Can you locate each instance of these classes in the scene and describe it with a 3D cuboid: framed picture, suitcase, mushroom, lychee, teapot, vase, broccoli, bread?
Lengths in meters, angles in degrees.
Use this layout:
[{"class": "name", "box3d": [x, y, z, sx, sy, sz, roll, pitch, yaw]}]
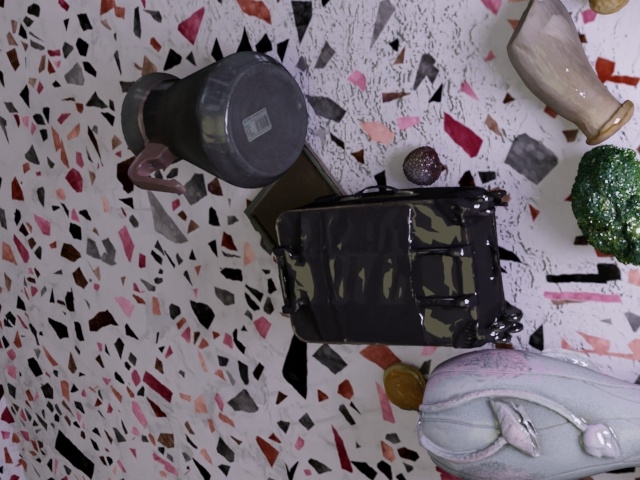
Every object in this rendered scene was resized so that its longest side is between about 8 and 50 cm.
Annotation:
[{"class": "framed picture", "box3d": [0.000, 0.000, 1.669, 0.335, 0.022, 0.247, 53, 131, 11]}, {"class": "suitcase", "box3d": [0.128, 0.041, 1.445, 0.433, 0.194, 0.283, -4, 100, 32]}, {"class": "mushroom", "box3d": [0.358, -0.252, 1.227, 0.247, 0.108, 0.096, 58, 170, 9]}, {"class": "lychee", "box3d": [0.180, -0.130, 1.444, 0.083, 0.068, 0.067, -10, 59, 45]}, {"class": "teapot", "box3d": [-0.224, -0.216, 1.608, 0.344, 0.300, 0.253, 8, 147, 45]}, {"class": "vase", "box3d": [0.391, 0.289, 1.320, 0.445, 0.250, 0.250, -4, 104, 34]}, {"class": "broccoli", "box3d": [0.443, -0.053, 1.193, 0.156, 0.195, 0.196, -7, 103, 21]}, {"class": "bread", "box3d": [0.170, 0.293, 1.642, 0.110, 0.024, 0.110, 15, 115, 34]}]

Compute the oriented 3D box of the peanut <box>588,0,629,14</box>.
[{"class": "peanut", "box3d": [0.390, -0.413, 1.145, 0.093, 0.083, 0.194, -18, 102, 7]}]
